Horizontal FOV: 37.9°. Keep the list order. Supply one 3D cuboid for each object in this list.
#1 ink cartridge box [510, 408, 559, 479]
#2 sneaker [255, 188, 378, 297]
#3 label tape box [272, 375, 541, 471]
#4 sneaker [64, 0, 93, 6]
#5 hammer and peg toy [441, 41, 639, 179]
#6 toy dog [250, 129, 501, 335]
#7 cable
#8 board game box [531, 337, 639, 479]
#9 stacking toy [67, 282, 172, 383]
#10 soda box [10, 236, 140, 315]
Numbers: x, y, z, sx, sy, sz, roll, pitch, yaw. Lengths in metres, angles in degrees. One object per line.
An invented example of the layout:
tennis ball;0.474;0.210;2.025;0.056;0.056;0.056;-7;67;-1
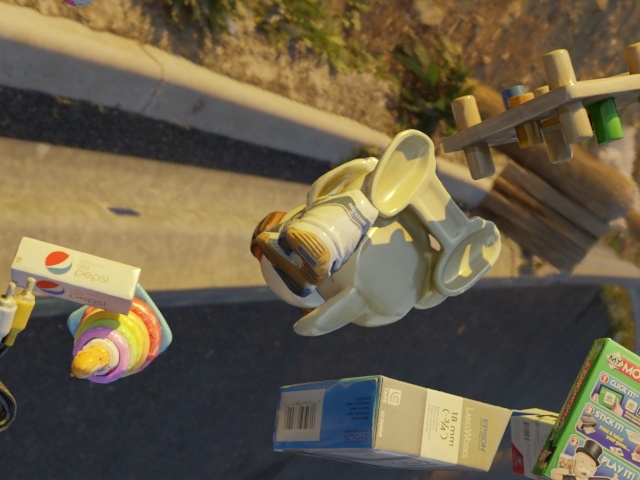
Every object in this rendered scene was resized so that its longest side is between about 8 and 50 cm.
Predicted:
ink cartridge box;0.464;0.416;1.867;0.072;0.175;0.127;-4;92;-27
sneaker;0.000;0.000;1.309;0.131;0.112;0.296;-40;-171;-15
label tape box;0.134;0.291;1.413;0.334;0.105;0.241;18;159;-33
sneaker;-0.305;-0.455;1.351;0.103;0.111;0.252;31;82;-31
hammer and peg toy;0.384;-0.191;1.385;0.361;0.127;0.266;-13;175;-37
toy dog;0.054;0.032;1.661;0.408;0.284;0.395;-5;-132;59
cable;-0.505;0.186;1.402;0.139;0.072;0.287;-13;122;-44
board game box;0.478;0.307;1.297;0.213;0.317;0.046;-60;-176;-14
stacking toy;-0.395;0.199;1.719;0.175;0.165;0.302;-31;-174;4
soda box;-0.437;0.065;1.668;0.074;0.216;0.069;120;-17;-57
